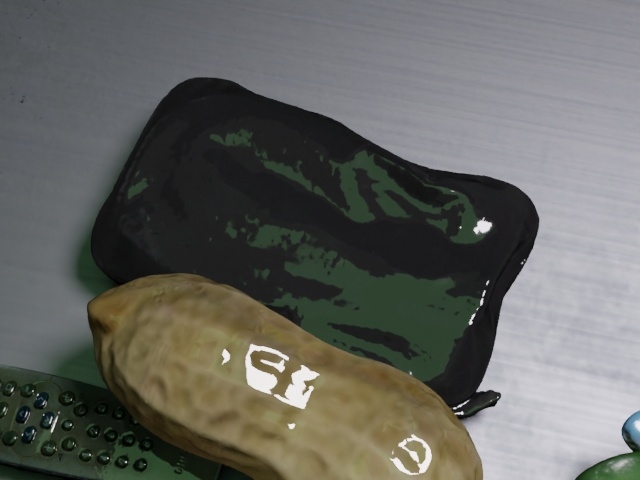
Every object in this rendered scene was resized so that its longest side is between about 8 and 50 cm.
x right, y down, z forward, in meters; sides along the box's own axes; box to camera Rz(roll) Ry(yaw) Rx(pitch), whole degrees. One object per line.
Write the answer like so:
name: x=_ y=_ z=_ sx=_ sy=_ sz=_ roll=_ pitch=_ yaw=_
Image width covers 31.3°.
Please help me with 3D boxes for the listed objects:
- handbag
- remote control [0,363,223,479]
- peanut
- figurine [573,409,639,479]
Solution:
handbag: x=0.003 y=0.001 z=0.875 sx=0.332 sy=0.075 sz=0.191 roll=22 pitch=69 yaw=9
remote control: x=-0.178 y=0.141 z=0.834 sx=0.222 sy=0.042 sz=0.072 roll=12 pitch=65 yaw=8
peanut: x=-0.029 y=0.111 z=0.774 sx=0.298 sy=0.136 sz=0.120 roll=28 pitch=75 yaw=10
figurine: x=0.271 y=0.183 z=0.745 sx=0.234 sy=0.185 sz=0.127 roll=-23 pitch=23 yaw=-26
